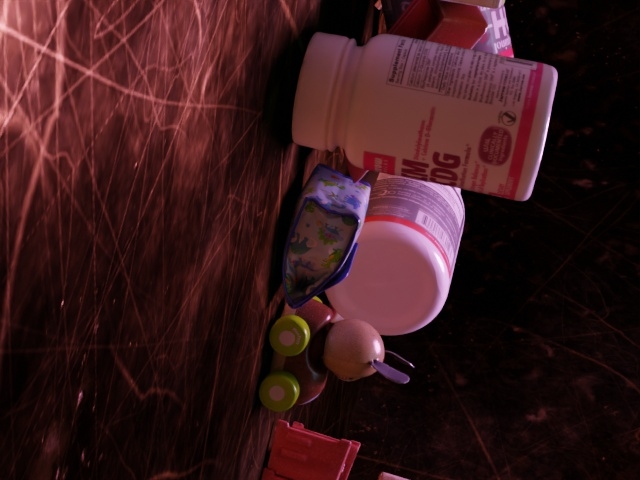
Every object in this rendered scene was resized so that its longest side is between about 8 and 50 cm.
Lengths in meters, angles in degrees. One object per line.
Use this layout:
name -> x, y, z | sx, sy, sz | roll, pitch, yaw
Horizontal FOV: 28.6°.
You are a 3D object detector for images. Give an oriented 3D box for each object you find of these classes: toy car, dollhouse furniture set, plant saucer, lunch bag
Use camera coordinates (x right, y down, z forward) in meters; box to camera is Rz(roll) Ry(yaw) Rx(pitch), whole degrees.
toy car -> 0.030, 0.161, 1.677 | 0.155, 0.188, 0.149 | -49, 150, -76
dollhouse furniture set -> 0.098, 0.402, 1.918 | 0.201, 0.374, 0.152 | 68, 39, -81
plant saucer -> 0.103, -0.225, 1.647 | 0.259, 0.048, 0.258 | -49, -163, 18
lunch bag -> 0.000, 0.000, 1.591 | 0.129, 0.096, 0.151 | -68, -177, -66

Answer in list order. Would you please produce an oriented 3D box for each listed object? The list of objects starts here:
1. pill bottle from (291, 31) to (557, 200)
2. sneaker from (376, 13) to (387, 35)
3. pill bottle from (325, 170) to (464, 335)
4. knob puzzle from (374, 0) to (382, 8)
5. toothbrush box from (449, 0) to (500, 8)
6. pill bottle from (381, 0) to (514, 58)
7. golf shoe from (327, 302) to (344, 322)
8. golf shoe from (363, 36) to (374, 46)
pill bottle -> 0.119, -0.149, 1.453 | 0.160, 0.283, 0.160 | 12, 90, -83
sneaker -> 0.132, -0.367, 2.047 | 0.192, 0.064, 0.086 | 117, -8, -55
pill bottle -> 0.136, -0.015, 2.152 | 0.363, 0.210, 0.210 | -66, 167, -59
knob puzzle -> 0.159, -0.452, 2.028 | 0.213, 0.030, 0.213 | -45, 180, 0
toothbrush box -> 0.124, -0.348, 1.471 | 0.283, 0.206, 0.122 | -51, 152, -73
pill bottle -> 0.192, -0.286, 1.852 | 0.176, 0.176, 0.318 | -57, 135, -72
golf shoe -> 0.095, 0.095, 2.318 | 0.306, 0.140, 0.115 | -58, 158, -74
golf shoe -> 0.076, -0.260, 1.886 | 0.186, 0.067, 0.086 | -59, 136, -75
